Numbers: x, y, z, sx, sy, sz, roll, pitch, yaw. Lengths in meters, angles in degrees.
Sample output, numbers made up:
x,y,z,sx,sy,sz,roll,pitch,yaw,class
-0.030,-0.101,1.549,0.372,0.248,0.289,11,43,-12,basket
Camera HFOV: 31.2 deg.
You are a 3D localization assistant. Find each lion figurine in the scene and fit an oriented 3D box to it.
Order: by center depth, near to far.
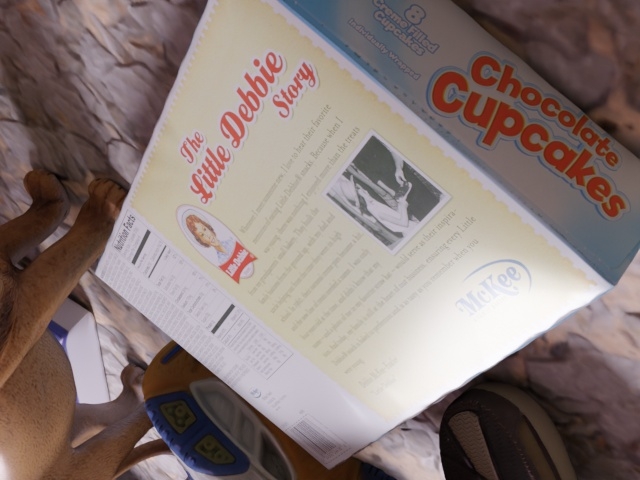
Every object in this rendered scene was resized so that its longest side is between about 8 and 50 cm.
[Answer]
x,y,z,sx,sy,sz,roll,pitch,yaw,class
-0.207,0.105,0.753,0.142,0.240,0.392,15,142,37,lion figurine

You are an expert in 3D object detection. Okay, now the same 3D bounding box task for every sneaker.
x,y,z,sx,sy,sz,roll,pitch,yaw,class
-0.001,0.186,0.741,0.296,0.112,0.131,53,167,25,sneaker

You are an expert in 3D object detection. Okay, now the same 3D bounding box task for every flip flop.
x,y,z,sx,sy,sz,roll,pitch,yaw,class
0.143,0.193,0.649,0.112,0.080,0.277,5,120,52,flip flop

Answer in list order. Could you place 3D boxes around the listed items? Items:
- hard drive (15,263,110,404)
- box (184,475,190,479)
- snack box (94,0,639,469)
x,y,z,sx,sy,sz,roll,pitch,yaw,class
-0.325,0.045,1.007,0.319,0.040,0.210,31,149,16,hard drive
-0.067,0.280,0.995,0.126,0.072,0.137,24,146,25,box
0.000,0.000,0.559,0.187,0.060,0.322,40,150,0,snack box
